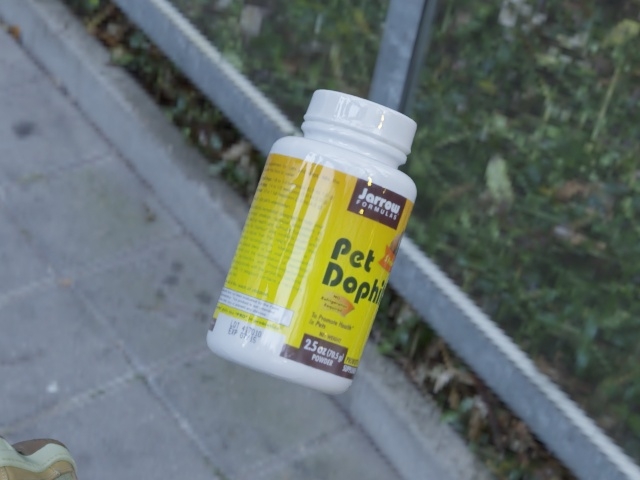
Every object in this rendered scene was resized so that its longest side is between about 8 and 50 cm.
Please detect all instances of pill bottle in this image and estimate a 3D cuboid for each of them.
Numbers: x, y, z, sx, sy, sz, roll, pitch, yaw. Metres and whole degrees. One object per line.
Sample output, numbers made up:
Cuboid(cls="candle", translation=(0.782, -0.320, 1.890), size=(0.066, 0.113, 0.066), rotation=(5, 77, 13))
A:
Cuboid(cls="pill bottle", translation=(0.000, 0.000, 1.135), size=(0.117, 0.215, 0.117), rotation=(19, -2, 1))

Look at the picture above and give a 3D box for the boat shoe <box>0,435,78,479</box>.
Cuboid(cls="boat shoe", translation=(-0.161, 0.150, 0.798), size=(0.068, 0.190, 0.072), rotation=(-36, 79, 1))
